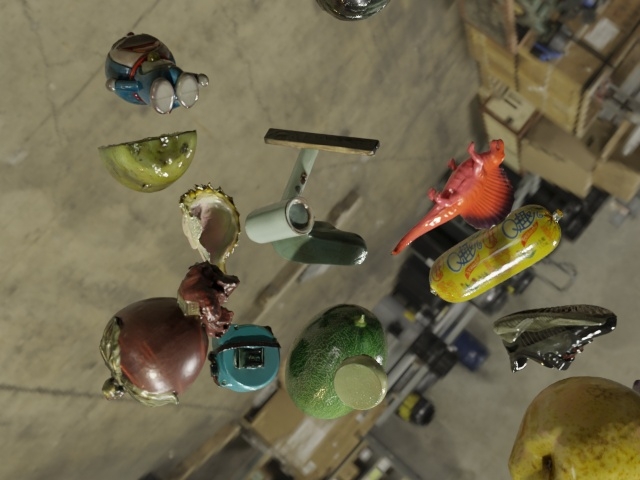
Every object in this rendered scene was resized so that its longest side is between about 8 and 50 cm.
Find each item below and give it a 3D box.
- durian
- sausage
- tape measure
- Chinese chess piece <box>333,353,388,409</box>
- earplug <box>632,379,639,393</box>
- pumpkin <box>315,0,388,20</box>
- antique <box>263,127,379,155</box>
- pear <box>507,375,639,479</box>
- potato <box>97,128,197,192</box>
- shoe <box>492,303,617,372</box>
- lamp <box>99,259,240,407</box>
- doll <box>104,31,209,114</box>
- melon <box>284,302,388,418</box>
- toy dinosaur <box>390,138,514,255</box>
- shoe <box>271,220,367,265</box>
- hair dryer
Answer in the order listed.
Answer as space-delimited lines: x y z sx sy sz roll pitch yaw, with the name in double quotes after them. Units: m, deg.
-0.233 -0.008 1.961 0.140 0.224 0.078 -12 -177 -40 "durian"
0.380 0.031 2.054 0.347 0.123 0.123 -34 170 23 "sausage"
-0.144 0.223 1.773 0.146 0.125 0.081 2 166 -24 "tape measure"
0.061 0.214 1.417 0.084 0.084 0.034 -58 170 26 "Chinese chess piece"
0.476 0.432 1.279 0.215 0.215 0.456 34 74 -73 "earplug"
0.054 -0.511 1.708 0.161 0.221 0.220 -18 155 -11 "pumpkin"
0.001 -0.161 1.529 0.031 0.192 0.015 -64 155 -44 "antique"
0.287 0.231 1.008 0.178 0.178 0.178 -44 162 -18 "pear"
-0.333 -0.147 1.816 0.160 0.111 0.271 -17 -168 -28 "potato"
0.414 0.175 1.648 0.227 0.112 0.099 -6 -176 39 "shoe"
-0.229 0.135 1.347 0.223 0.151 0.215 -60 178 -22 "lamp"
-0.208 -0.200 1.135 0.114 0.152 0.086 -16 124 -29 "doll"
0.033 0.225 1.774 0.182 0.182 0.288 -34 163 -43 "melon"
0.259 -0.054 1.683 0.286 0.139 0.070 -55 -171 -1 "toy dinosaur"
0.000 0.000 1.880 0.078 0.195 0.079 -77 176 -58 "shoe"
-0.058 -0.107 1.814 0.131 0.073 0.237 -12 -128 45 "hair dryer"
